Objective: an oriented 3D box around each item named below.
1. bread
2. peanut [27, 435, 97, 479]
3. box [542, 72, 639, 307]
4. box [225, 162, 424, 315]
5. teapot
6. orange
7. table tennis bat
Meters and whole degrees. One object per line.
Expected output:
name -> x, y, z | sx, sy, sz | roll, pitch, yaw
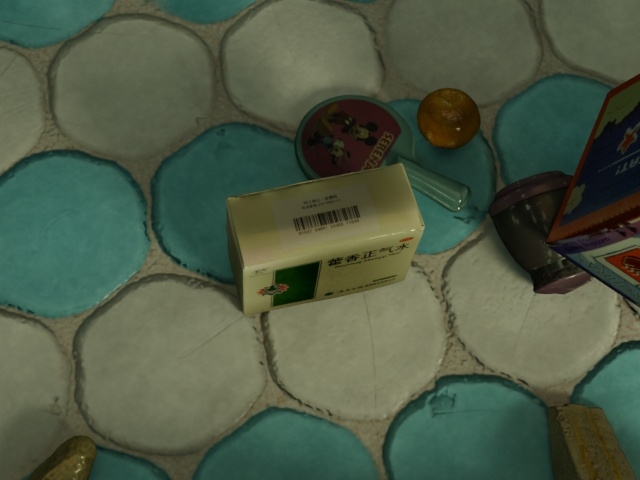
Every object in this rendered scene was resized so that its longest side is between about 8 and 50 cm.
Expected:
bread -> 0.312, 0.249, 1.195 | 0.077, 0.105, 0.152 | 3, 67, -10
peanut -> -0.292, 0.266, 1.176 | 0.054, 0.054, 0.113 | 36, 72, 11
box -> 0.499, -0.032, 1.168 | 0.349, 0.318, 0.257 | 33, 68, -13
box -> 0.000, 0.000, 1.246 | 0.212, 0.168, 0.095 | -12, 66, -9
teapot -> 0.288, -0.004, 1.317 | 0.116, 0.148, 0.146 | -23, 78, 25
orange -> 0.167, -0.159, 1.378 | 0.083, 0.070, 0.083 | 0, 47, 0
table tennis bat -> 0.082, -0.104, 1.372 | 0.244, 0.040, 0.153 | 28, 67, 13
